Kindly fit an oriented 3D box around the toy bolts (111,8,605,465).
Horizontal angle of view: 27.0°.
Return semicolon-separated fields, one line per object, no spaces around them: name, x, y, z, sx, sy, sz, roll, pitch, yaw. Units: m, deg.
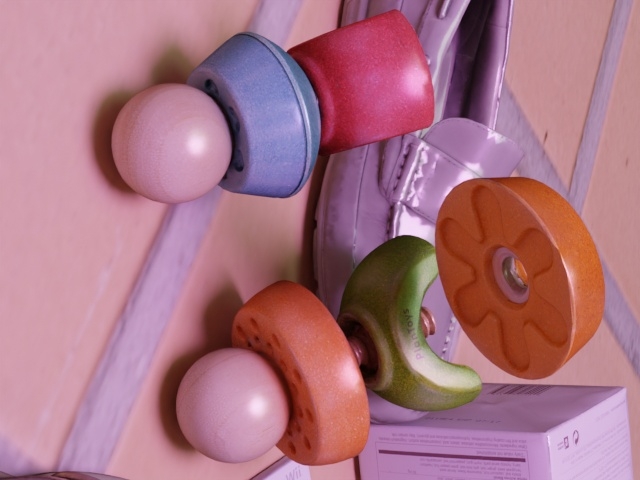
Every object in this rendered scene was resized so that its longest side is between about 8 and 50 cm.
toy bolts;0.000;0.000;0.662;0.158;0.218;0.228;-20;90;-28

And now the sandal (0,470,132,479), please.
sandal;-0.124;0.142;0.540;0.303;0.086;0.120;32;61;-51

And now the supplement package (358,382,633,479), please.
supplement package;0.122;0.225;0.866;0.134;0.139;0.244;-12;99;-56

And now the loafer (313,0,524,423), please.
loafer;0.068;-0.046;0.829;0.112;0.111;0.319;20;71;-55

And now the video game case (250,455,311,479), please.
video game case;-0.024;0.193;0.759;0.087;0.011;0.122;-25;108;-55
